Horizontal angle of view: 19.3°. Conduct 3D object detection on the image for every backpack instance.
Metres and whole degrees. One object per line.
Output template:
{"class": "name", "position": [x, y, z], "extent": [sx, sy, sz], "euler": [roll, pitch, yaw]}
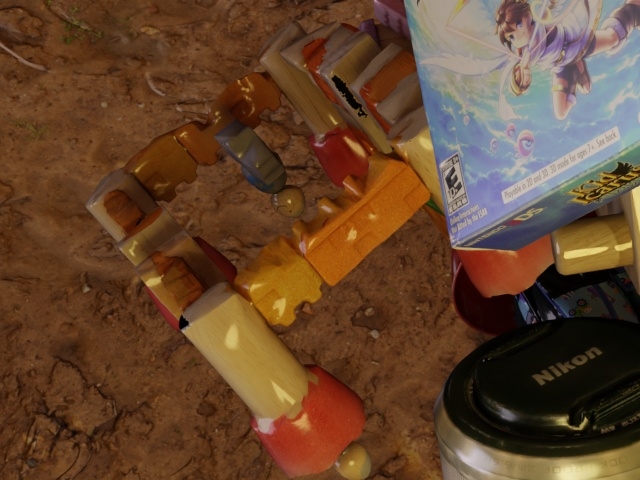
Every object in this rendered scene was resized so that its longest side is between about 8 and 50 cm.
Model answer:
{"class": "backpack", "position": [0.250, 0.096, 1.690], "extent": [0.173, 0.117, 0.158], "euler": [-127, 19, -48]}

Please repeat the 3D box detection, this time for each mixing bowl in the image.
{"class": "mixing bowl", "position": [0.197, -0.004, 1.781], "extent": [0.181, 0.181, 0.098], "euler": [79, 175, -48]}

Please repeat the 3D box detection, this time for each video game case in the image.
{"class": "video game case", "position": [0.149, -0.150, 1.101], "extent": [0.269, 0.061, 0.244], "euler": [-32, 62, 53]}

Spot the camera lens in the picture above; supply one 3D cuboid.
{"class": "camera lens", "position": [0.213, 0.215, 1.522], "extent": [0.219, 0.219, 0.274], "euler": [-97, -3, -63]}

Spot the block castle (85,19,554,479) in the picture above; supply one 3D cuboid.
{"class": "block castle", "position": [0.000, 0.000, 1.629], "extent": [0.213, 0.303, 0.453], "euler": [50, 176, -24]}

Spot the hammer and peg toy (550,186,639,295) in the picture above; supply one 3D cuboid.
{"class": "hammer and peg toy", "position": [0.206, -0.070, 1.348], "extent": [0.266, 0.127, 0.361], "euler": [-96, -4, -69]}

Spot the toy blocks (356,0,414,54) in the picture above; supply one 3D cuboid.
{"class": "toy blocks", "position": [0.131, -0.191, 1.779], "extent": [0.288, 0.260, 0.309], "euler": [78, -177, -68]}
